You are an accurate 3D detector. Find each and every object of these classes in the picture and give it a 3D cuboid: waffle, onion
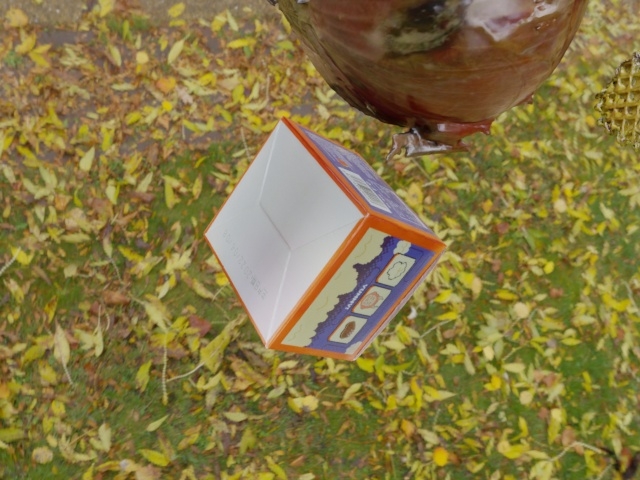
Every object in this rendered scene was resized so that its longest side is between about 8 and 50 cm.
[{"bbox_3d":[0.729,-0.321,1.411,0.051,0.231,0.228,9,43,-36],"label":"waffle"},{"bbox_3d":[0.091,-0.251,0.573,0.354,0.353,0.353,10,64,-21],"label":"onion"}]

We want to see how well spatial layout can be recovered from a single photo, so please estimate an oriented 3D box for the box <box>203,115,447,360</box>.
[{"bbox_3d":[0.000,0.000,1.250,0.257,0.318,0.348,17,26,-43],"label":"box"}]
